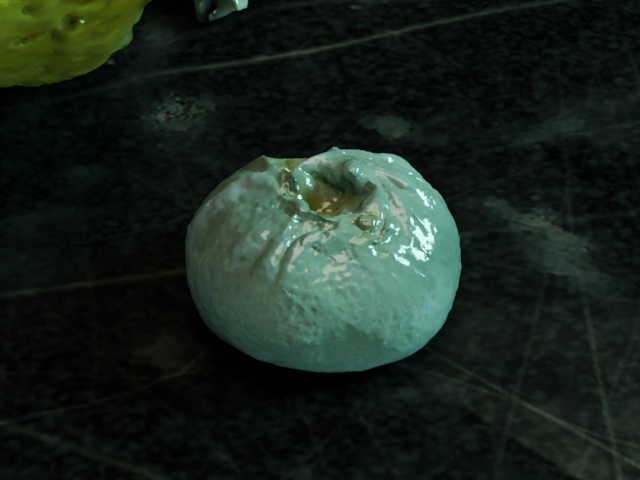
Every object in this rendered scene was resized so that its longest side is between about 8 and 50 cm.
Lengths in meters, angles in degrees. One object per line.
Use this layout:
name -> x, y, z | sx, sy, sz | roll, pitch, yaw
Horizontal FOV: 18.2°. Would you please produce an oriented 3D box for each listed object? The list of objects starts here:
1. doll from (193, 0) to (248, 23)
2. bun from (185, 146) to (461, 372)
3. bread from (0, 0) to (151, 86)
doll -> -0.059, -0.226, 1.241 | 0.095, 0.149, 0.192 | -19, 13, 39
bun -> 0.000, 0.000, 0.983 | 0.140, 0.083, 0.141 | -2, 39, 2
bread -> -0.221, -0.244, 1.071 | 0.215, 0.398, 0.398 | -8, 39, -22
